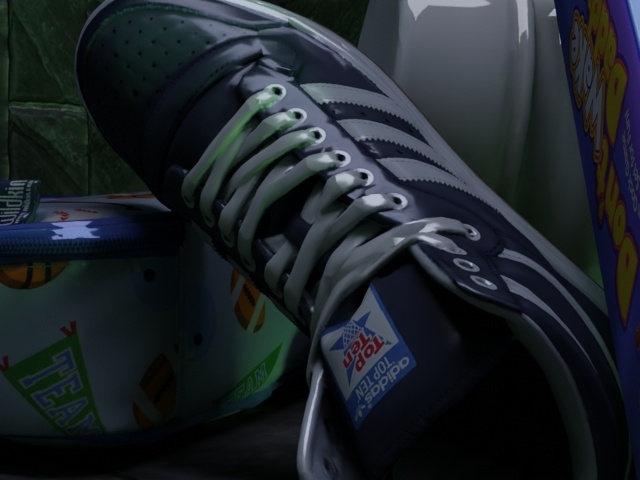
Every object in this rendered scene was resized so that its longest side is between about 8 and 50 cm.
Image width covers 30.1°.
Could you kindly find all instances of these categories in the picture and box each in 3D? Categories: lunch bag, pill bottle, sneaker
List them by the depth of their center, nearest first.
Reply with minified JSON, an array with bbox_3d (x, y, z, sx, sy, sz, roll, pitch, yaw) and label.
[{"bbox_3d":[0.000,0.000,0.420,0.282,0.099,0.153,39,19,9],"label":"sneaker"},{"bbox_3d":[0.197,-0.032,0.595,0.361,0.204,0.204,9,3,-6],"label":"pill bottle"},{"bbox_3d":[-0.138,0.028,0.614,0.243,0.115,0.303,1,2,24],"label":"lunch bag"}]

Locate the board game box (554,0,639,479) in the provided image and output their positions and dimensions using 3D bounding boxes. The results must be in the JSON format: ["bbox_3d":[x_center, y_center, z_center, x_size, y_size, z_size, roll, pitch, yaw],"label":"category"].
[{"bbox_3d":[0.209,-0.040,0.391,0.233,0.078,0.347,2,46,2],"label":"board game box"}]
